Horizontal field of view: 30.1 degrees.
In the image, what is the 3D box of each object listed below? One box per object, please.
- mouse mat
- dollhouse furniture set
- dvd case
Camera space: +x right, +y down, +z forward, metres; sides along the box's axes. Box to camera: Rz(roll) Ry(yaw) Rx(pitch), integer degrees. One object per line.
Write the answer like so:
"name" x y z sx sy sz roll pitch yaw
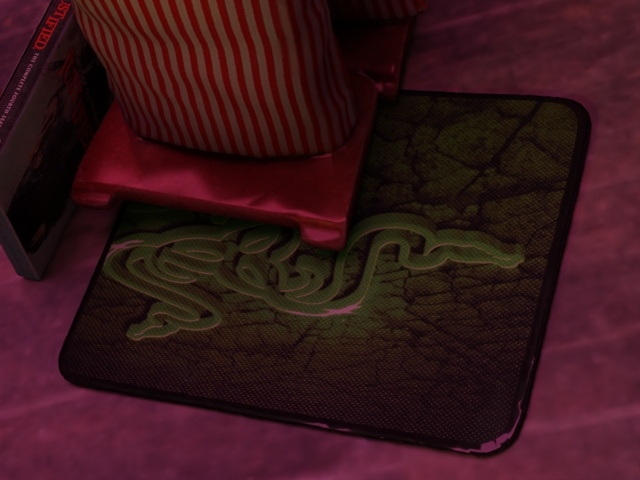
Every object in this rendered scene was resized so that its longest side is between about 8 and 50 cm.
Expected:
"mouse mat" 0.000 0.000 0.465 0.190 0.007 0.152 6 61 24
"dollhouse furniture set" 0.081 -0.101 0.383 0.374 0.201 0.152 8 59 17
"dvd case" -0.105 -0.054 0.488 0.013 0.087 0.119 15 63 8
